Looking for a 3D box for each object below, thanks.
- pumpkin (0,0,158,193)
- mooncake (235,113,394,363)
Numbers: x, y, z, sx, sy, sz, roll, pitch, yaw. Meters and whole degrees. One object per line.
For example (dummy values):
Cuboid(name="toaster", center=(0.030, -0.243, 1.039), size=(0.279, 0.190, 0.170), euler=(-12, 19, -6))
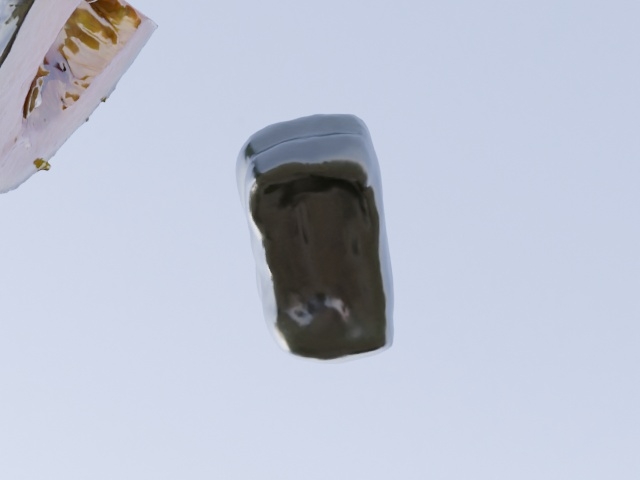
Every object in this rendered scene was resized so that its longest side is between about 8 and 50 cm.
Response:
Cuboid(name="pumpkin", center=(-0.228, -0.135, 1.327), size=(0.148, 0.312, 0.169), euler=(33, -88, 9))
Cuboid(name="mooncake", center=(0.000, 0.000, 1.369), size=(0.104, 0.175, 0.168), euler=(-9, -15, -6))
